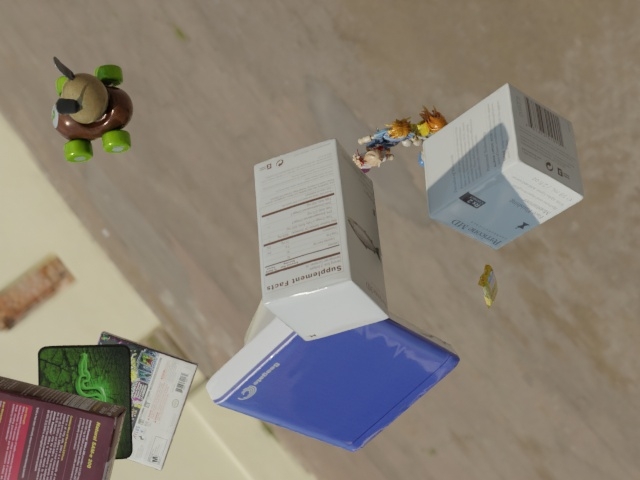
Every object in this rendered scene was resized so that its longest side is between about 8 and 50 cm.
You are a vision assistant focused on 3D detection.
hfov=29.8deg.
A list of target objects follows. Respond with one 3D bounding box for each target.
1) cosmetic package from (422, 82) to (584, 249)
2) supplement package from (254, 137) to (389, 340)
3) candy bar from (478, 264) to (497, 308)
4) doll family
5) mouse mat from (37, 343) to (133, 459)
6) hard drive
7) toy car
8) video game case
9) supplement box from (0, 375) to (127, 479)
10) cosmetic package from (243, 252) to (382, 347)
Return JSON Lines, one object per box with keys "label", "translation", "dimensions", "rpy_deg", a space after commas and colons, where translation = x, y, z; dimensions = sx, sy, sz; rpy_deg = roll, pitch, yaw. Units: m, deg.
{"label": "cosmetic package", "translation": [0.273, -0.108, 1.822], "dimensions": [0.151, 0.183, 0.152], "rpy_deg": [24, -132, -32]}
{"label": "supplement package", "translation": [0.000, 0.000, 1.300], "dimensions": [0.105, 0.105, 0.179], "rpy_deg": [46, -147, -53]}
{"label": "candy bar", "translation": [0.279, 0.077, 1.990], "dimensions": [0.018, 0.040, 0.161], "rpy_deg": [18, 169, 17]}
{"label": "doll family", "translation": [0.167, -0.207, 2.423], "dimensions": [0.163, 0.262, 0.118], "rpy_deg": [160, 102, -72]}
{"label": "mouse mat", "translation": [-0.383, 0.265, 1.962], "dimensions": [0.007, 0.152, 0.190], "rpy_deg": [162, 106, -70]}
{"label": "hard drive", "translation": [0.026, 0.173, 1.578], "dimensions": [0.318, 0.210, 0.040], "rpy_deg": [30, -158, -50]}
{"label": "toy car", "translation": [-0.426, -0.242, 2.103], "dimensions": [0.188, 0.148, 0.155], "rpy_deg": [37, -139, -72]}
{"label": "video game case", "translation": [-0.385, 0.327, 2.461], "dimensions": [0.210, 0.232, 0.042], "rpy_deg": [18, 180, -1]}
{"label": "supplement box", "translation": [-0.387, 0.257, 1.574], "dimensions": [0.239, 0.130, 0.073], "rpy_deg": [14, -174, 1]}
{"label": "cosmetic package", "translation": [-0.023, 0.124, 2.490], "dimensions": [0.156, 0.385, 0.217], "rpy_deg": [21, -161, -13]}
